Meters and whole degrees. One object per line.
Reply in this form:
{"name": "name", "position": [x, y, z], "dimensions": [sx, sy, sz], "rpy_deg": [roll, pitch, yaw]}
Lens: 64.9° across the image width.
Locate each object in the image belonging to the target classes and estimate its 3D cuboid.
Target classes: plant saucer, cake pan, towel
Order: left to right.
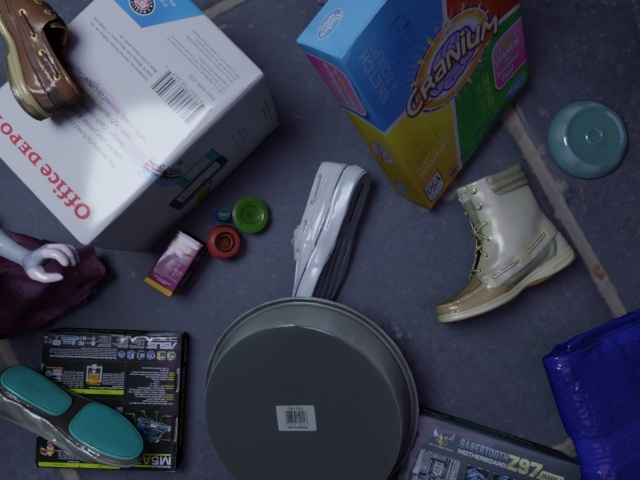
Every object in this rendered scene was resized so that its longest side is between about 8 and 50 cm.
{"name": "cake pan", "position": [-0.023, 0.220, 0.648], "dimensions": [0.293, 0.054, 0.293], "rpy_deg": [2, 99, 11]}
{"name": "plant saucer", "position": [0.392, -0.148, 0.727], "dimensions": [0.119, 0.021, 0.119], "rpy_deg": [0, 88, 0]}
{"name": "towel", "position": [0.425, 0.260, 0.665], "dimensions": [0.227, 0.076, 0.308], "rpy_deg": [-16, 85, -15]}

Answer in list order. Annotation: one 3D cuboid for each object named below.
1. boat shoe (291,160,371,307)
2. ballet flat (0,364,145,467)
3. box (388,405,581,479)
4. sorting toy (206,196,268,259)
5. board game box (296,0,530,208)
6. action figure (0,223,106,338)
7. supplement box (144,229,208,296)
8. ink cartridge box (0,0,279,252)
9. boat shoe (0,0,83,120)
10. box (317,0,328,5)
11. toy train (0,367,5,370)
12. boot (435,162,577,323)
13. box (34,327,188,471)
{"name": "boat shoe", "position": [0.000, 0.000, 0.699], "dimensions": [0.076, 0.083, 0.226], "rpy_deg": [21, 88, 28]}
{"name": "ballet flat", "position": [-0.323, 0.234, 0.644], "dimensions": [0.213, 0.072, 0.068], "rpy_deg": [30, 115, 2]}
{"name": "box", "position": [0.209, 0.348, 0.681], "dimensions": [0.232, 0.059, 0.183], "rpy_deg": [17, 87, 1]}
{"name": "sorting toy", "position": [-0.123, -0.020, 0.712], "dimensions": [0.061, 0.042, 0.102], "rpy_deg": [46, 75, -13]}
{"name": "board game box", "position": [0.135, -0.209, 0.591], "dimensions": [0.064, 0.316, 0.242], "rpy_deg": [36, 87, 35]}
{"name": "action figure", "position": [-0.400, 0.024, 0.539], "dimensions": [0.276, 0.370, 0.248], "rpy_deg": [44, 85, 6]}
{"name": "supplement box", "position": [-0.197, 0.031, 0.697], "dimensions": [0.043, 0.055, 0.083], "rpy_deg": [32, 88, 0]}
{"name": "ink cartridge box", "position": [-0.221, -0.147, 0.633], "dimensions": [0.270, 0.197, 0.198], "rpy_deg": [-44, 87, -2]}
{"name": "boat shoe", "position": [-0.287, -0.212, 0.512], "dimensions": [0.060, 0.064, 0.178], "rpy_deg": [-18, 84, -1]}
{"name": "box", "position": [0.091, -0.460, 0.637], "dimensions": [0.126, 0.231, 0.262], "rpy_deg": [16, 88, 0]}
{"name": "toy train", "position": [-0.471, 0.211, 0.704], "dimensions": [0.083, 0.017, 0.024], "rpy_deg": [-41, 78, -2]}
{"name": "boot", "position": [0.222, 0.004, 0.691], "dimensions": [0.213, 0.077, 0.165], "rpy_deg": [-28, 88, -7]}
{"name": "box", "position": [-0.284, 0.217, 0.693], "dimensions": [0.190, 0.045, 0.184], "rpy_deg": [1, 89, -1]}
